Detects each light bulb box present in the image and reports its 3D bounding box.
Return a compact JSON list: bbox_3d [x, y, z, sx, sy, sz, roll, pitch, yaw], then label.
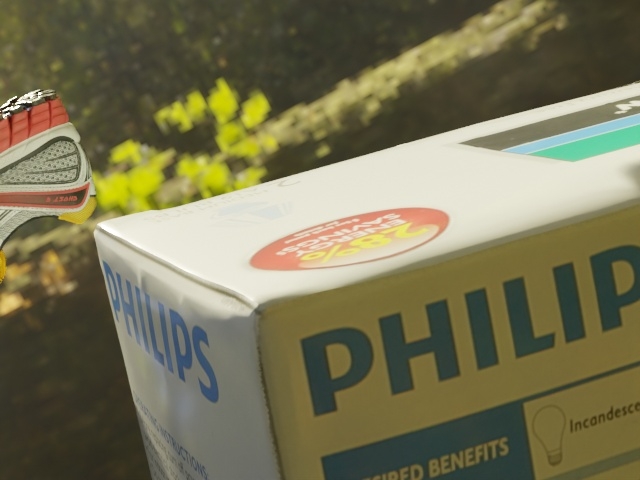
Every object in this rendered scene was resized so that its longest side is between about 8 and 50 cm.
[{"bbox_3d":[0.129,0.131,0.764,0.225,0.358,0.361,-158,55,-66],"label":"light bulb box"}]

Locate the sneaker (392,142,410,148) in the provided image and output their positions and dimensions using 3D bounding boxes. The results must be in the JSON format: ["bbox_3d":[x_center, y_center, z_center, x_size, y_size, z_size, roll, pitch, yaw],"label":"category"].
[{"bbox_3d":[0.000,0.000,1.389,0.115,0.232,0.090,9,-129,-46],"label":"sneaker"}]

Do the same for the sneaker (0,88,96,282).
[{"bbox_3d":[-0.236,0.001,1.060,0.093,0.225,0.088,61,-178,-13],"label":"sneaker"}]
